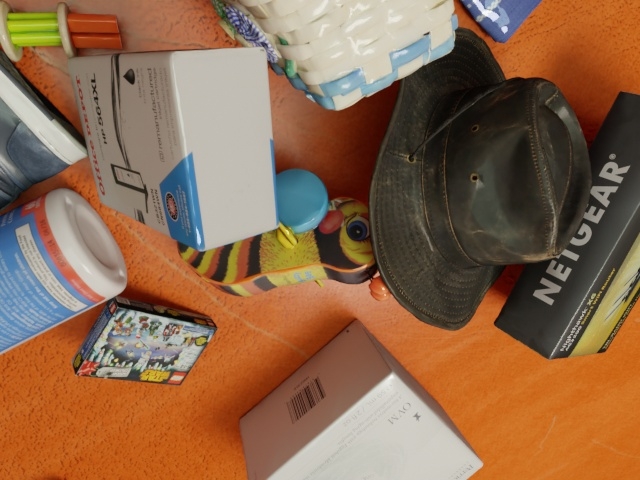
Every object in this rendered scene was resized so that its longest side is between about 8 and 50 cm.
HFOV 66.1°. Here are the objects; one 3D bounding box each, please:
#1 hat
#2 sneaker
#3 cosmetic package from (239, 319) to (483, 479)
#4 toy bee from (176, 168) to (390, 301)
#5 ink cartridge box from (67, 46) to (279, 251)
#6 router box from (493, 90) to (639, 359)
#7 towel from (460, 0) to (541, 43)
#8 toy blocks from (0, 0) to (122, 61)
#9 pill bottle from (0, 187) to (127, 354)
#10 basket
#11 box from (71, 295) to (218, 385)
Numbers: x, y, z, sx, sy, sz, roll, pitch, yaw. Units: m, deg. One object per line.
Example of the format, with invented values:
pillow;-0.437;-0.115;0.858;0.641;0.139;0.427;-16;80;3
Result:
hat;0.197;-0.062;0.512;0.332;0.134;0.330;-5;97;-45
sneaker;-0.354;-0.123;0.442;0.163;0.086;0.226;-36;115;-3
cosmetic package;0.052;0.276;0.669;0.224;0.138;0.224;-42;115;3
toy bee;0.000;0.000;0.523;0.298;0.162;0.195;-32;155;21
ink cartridge box;-0.135;-0.091;0.439;0.086;0.203;0.148;-22;118;-39
router box;0.376;0.000;0.634;0.243;0.081;0.308;10;109;-46
towel;0.171;-0.412;0.512;0.336;0.040;0.243;38;98;-21
toy blocks;-0.219;-0.232;0.456;0.148;0.054;0.123;-7;110;-13
pill bottle;-0.324;0.048;0.491;0.222;0.124;0.124;-28;114;-5
basket;-0.015;-0.266;0.390;0.201;0.254;0.288;-26;124;-7
box;-0.201;0.121;0.576;0.137;0.027;0.093;24;103;-46
